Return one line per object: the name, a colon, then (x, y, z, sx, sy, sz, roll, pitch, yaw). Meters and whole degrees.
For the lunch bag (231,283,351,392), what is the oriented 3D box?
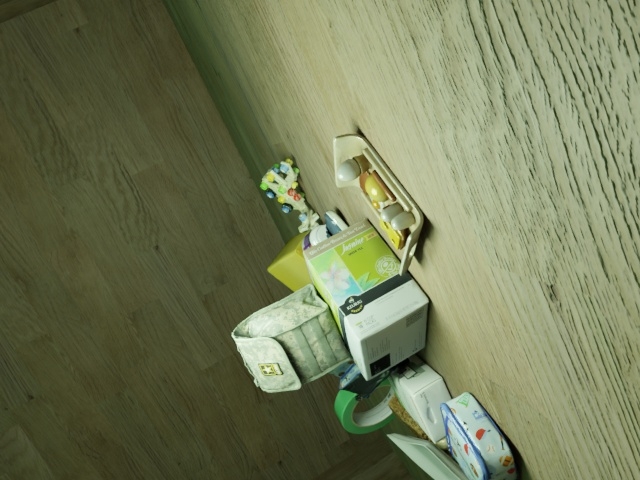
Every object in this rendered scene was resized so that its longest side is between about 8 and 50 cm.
lunch bag: (-0.090, 0.305, 1.487, 0.169, 0.287, 0.235, 48, 162, 56)

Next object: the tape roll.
tape roll: (0.217, 0.667, 2.123, 0.077, 0.322, 0.321, 51, 166, 50)

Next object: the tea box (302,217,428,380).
tea box: (0.133, 0.177, 1.483, 0.323, 0.220, 0.329, 55, 168, 32)

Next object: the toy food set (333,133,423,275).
toy food set: (0.123, -0.079, 1.190, 0.306, 0.093, 0.219, 58, 170, 24)

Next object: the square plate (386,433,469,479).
square plate: (0.440, 0.832, 1.866, 0.344, 0.049, 0.347, 43, 159, -1)

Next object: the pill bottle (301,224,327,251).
pill bottle: (0.000, 0.000, 1.987, 0.108, 0.108, 0.193, 61, 159, 4)

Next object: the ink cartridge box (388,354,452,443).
ink cartridge box: (0.330, 0.504, 1.686, 0.198, 0.115, 0.273, 64, 171, -15)

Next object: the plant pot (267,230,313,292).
plant pot: (-0.061, 0.084, 2.162, 0.212, 0.212, 0.187, 39, 142, -5)

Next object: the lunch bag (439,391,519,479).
lunch bag: (0.424, 0.570, 1.393, 0.243, 0.115, 0.303, 55, 168, 46)

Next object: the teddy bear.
teddy bear: (0.408, 0.711, 1.965, 0.245, 0.113, 0.338, 58, 165, -21)

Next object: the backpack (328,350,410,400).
backpack: (0.150, 0.364, 1.722, 0.213, 0.263, 0.276, 31, 132, -10)

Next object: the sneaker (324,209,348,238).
sneaker: (0.052, 0.058, 1.791, 0.131, 0.148, 0.349, 49, 164, 54)

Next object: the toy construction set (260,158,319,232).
toy construction set: (-0.117, -0.185, 2.077, 0.215, 0.151, 0.327, 3, 132, 50)

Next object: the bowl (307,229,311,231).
bowl: (-0.014, 0.004, 2.287, 0.142, 0.053, 0.142, 55, 167, 34)
